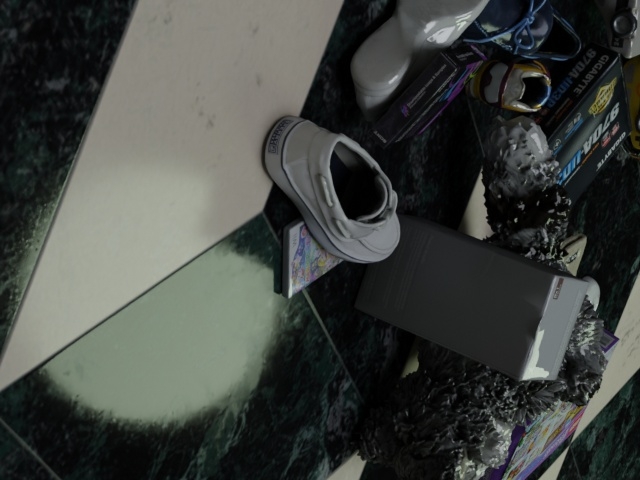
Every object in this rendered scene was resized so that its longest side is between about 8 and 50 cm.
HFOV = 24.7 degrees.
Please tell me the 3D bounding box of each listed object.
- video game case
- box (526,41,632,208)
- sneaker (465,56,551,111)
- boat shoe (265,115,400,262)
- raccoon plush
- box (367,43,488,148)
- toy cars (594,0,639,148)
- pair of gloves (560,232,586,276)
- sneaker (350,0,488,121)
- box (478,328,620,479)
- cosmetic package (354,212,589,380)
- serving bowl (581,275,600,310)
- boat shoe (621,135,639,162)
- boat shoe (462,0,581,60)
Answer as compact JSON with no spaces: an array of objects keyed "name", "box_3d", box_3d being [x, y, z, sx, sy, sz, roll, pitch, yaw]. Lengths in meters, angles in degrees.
[{"name":"video game case","box_3d":[0.000,0.000,1.572,0.122,0.011,0.087,-34,137,-43]},{"name":"box","box_3d":[0.328,-0.131,1.950,0.220,0.051,0.175,-49,147,-17]},{"name":"sneaker","box_3d":[0.250,-0.184,1.777,0.185,0.083,0.070,-11,119,-55]},{"name":"boat shoe","box_3d":[0.034,-0.039,1.508,0.258,0.084,0.095,38,72,-55]},{"name":"raccoon plush","box_3d":[0.158,0.098,1.787,0.299,0.216,0.447,-31,113,-31]},{"name":"box","box_3d":[0.117,-0.155,1.552,0.116,0.029,0.162,-48,172,20]},{"name":"toy cars","box_3d":[0.430,-0.282,2.007,0.176,0.087,0.394,-62,147,-25]},{"name":"pair of gloves","box_3d":[0.299,0.114,2.100,0.240,0.042,0.204,-36,138,-39]},{"name":"sneaker","box_3d":[0.105,-0.212,1.552,0.212,0.080,0.094,-45,155,-22]},{"name":"box","box_3d":[0.329,0.267,2.197,0.293,0.057,0.201,-32,148,-46]},{"name":"cosmetic package","box_3d":[0.170,0.062,1.658,0.107,0.238,0.127,8,104,-58]},{"name":"serving bowl","box_3d":[0.417,0.099,2.294,0.083,0.027,0.083,-36,138,-41]},{"name":"boat shoe","box_3d":[0.494,-0.143,2.226,0.083,0.065,0.183,-47,138,-29]},{"name":"boat shoe","box_3d":[0.234,-0.266,1.691,0.258,0.089,0.109,-3,112,-57]}]
